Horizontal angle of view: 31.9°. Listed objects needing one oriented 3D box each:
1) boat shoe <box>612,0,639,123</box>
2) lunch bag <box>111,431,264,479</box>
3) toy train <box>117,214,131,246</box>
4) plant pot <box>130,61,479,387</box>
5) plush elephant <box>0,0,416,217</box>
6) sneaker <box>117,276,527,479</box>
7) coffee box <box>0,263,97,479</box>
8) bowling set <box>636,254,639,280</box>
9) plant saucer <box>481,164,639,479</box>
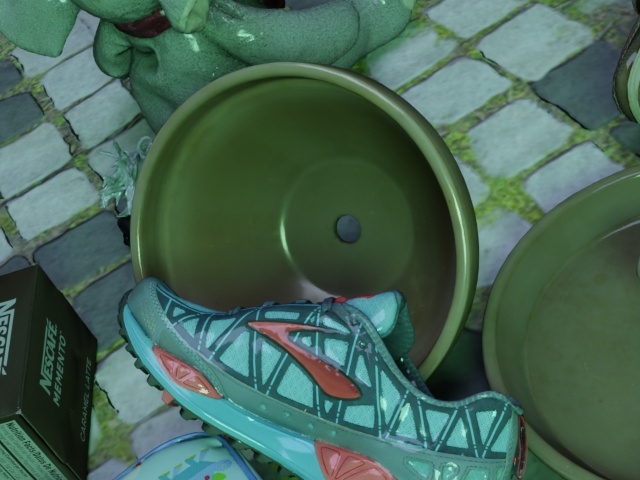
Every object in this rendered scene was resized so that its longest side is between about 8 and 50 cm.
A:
[{"bbox_3d":[0.283,-0.173,0.857,0.095,0.095,0.257,9,45,48],"label":"boat shoe"},{"bbox_3d":[-0.099,0.228,0.622,0.219,0.090,0.176,-35,43,-11],"label":"lunch bag"},{"bbox_3d":[-0.116,0.018,0.874,0.027,0.036,0.158,-39,45,-15],"label":"toy train"},{"bbox_3d":[0.000,0.000,0.752,0.237,0.237,0.109,0,7,24],"label":"plant pot"},{"bbox_3d":[-0.120,-0.210,0.916,0.271,0.255,0.330,7,44,30],"label":"plush elephant"},{"bbox_3d":[0.003,0.077,0.666,0.262,0.104,0.125,30,89,15],"label":"sneaker"},{"bbox_3d":[-0.296,0.126,0.802,0.246,0.098,0.141,-17,44,8],"label":"coffee box"},{"bbox_3d":[0.304,-0.070,0.608,0.287,0.200,0.154,-42,47,-13],"label":"bowling set"},{"bbox_3d":[0.238,0.054,0.680,0.277,0.041,0.278,-13,45,13],"label":"plant saucer"}]
